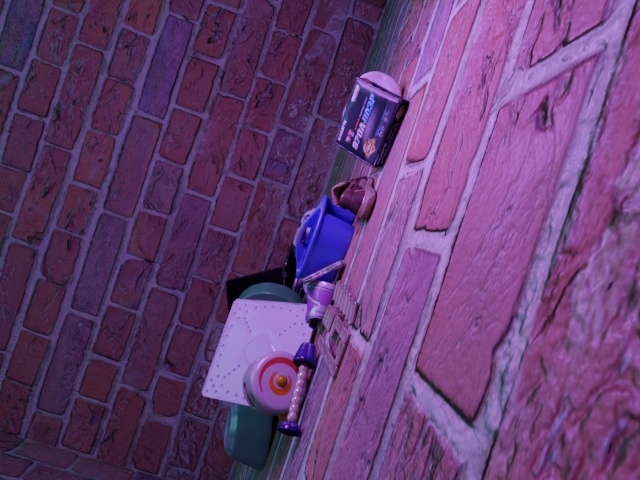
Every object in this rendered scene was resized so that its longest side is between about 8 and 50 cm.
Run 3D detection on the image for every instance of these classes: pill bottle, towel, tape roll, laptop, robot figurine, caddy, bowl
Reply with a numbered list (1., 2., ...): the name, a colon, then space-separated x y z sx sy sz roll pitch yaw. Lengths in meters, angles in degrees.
1. pill bottle: 0.163 -0.442 1.724 0.283 0.161 0.161 128 160 -77
2. towel: 0.009 0.107 1.666 0.023 0.152 0.113 64 175 2
3. tape roll: -0.216 0.333 2.156 0.077 0.321 0.321 -82 11 -58
4. laptop: -0.260 0.240 2.360 0.408 0.236 0.382 -74 -12 -58
5. robot figurine: -0.028 -0.011 2.184 0.209 0.173 0.278 50 136 30
6. caddy: 0.000 0.000 1.823 0.241 0.179 0.341 -80 10 -54
7. bowl: -0.319 0.811 2.143 0.311 0.163 0.312 -170 90 -77

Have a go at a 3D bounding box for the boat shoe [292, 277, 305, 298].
1. boat shoe: -0.071 0.191 2.416 0.114 0.091 0.303 36 -113 -78

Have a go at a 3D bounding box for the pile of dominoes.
1. pile of dominoes: 0.056 0.226 1.320 0.251 0.040 0.196 -136 65 -76

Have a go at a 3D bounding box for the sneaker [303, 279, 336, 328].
1. sneaker: -0.023 0.221 1.735 0.282 0.102 0.161 144 141 -82

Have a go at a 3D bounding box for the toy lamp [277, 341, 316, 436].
1. toy lamp: -0.065 0.440 1.507 0.080 0.080 0.275 115 173 -53

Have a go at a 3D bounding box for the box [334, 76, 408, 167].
1. box: 0.151 -0.360 1.529 0.051 0.175 0.220 -18 -43 -47

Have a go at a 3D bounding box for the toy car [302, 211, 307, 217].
1. toy car: -0.014 -0.073 2.618 0.136 0.159 0.182 64 149 29

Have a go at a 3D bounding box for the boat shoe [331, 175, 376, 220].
1. boat shoe: 0.097 -0.154 1.615 0.342 0.123 0.123 -87 16 -72

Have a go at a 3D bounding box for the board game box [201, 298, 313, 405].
1. board game box: -0.214 0.413 1.841 0.050 0.389 0.390 50 -132 -49

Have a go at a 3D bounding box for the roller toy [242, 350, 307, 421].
1. roller toy: -0.144 0.457 1.592 0.146 0.191 0.209 -43 27 59

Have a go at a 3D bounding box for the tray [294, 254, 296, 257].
1. tray: -0.022 -0.029 2.396 0.270 0.030 0.145 -40 -25 -33
